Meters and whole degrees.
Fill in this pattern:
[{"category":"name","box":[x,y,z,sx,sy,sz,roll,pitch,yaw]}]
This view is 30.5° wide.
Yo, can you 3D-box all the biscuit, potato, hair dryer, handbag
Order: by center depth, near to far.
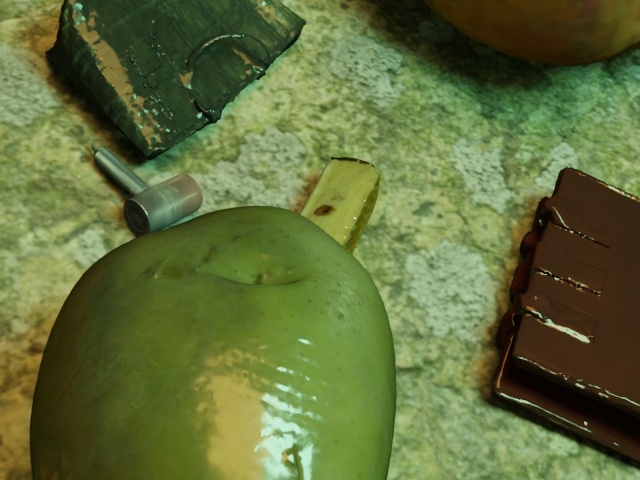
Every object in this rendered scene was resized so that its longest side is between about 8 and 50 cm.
[{"category":"potato","box":[-0.072,0.122,0.798,0.243,0.221,0.326,14,54,-11]},{"category":"hair dryer","box":[-0.163,-0.054,1.032,0.114,0.037,0.063,40,49,23]},{"category":"biscuit","box":[0.000,0.000,1.033,0.056,0.052,0.188,17,47,11]},{"category":"handbag","box":[0.303,0.079,1.057,0.275,0.084,0.260,22,50,-1]},{"category":"handbag","box":[-0.138,-0.193,1.126,0.175,0.089,0.270,40,50,3]}]

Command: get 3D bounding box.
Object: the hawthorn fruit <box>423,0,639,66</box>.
[{"category":"hawthorn fruit","box":[0.240,-0.401,1.214,0.471,0.472,0.472,10,50,-12]}]
